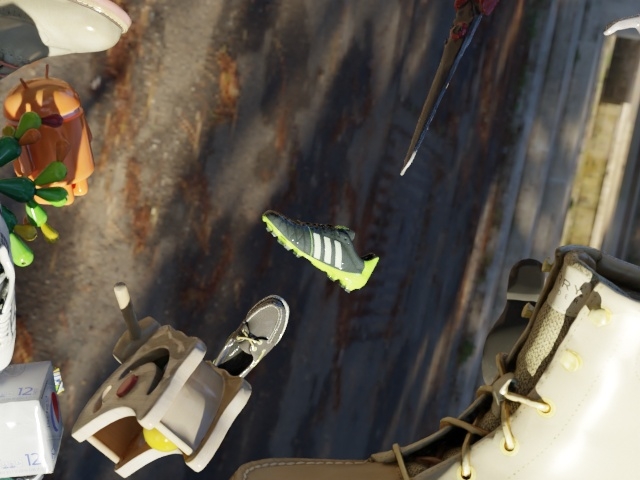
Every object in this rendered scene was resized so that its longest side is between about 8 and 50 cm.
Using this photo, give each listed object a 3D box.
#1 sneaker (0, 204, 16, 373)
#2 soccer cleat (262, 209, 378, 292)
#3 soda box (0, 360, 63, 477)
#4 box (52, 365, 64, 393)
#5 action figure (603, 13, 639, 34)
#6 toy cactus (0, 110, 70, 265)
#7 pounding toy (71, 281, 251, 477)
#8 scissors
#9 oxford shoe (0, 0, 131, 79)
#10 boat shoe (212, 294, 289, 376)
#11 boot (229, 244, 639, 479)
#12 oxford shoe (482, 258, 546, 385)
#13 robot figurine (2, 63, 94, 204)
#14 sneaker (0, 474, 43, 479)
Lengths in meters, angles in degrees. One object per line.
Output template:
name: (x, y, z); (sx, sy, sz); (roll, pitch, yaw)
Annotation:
sneaker: (-0.350, 0.067, 1.000); (0.090, 0.095, 0.235); (-16, 133, -27)
soccer cleat: (0.000, 0.000, 1.331); (0.072, 0.179, 0.060); (-54, -156, 0)
soda box: (-0.440, 0.208, 1.088); (0.091, 0.286, 0.098); (-104, -171, -68)
box: (-0.641, 0.333, 2.119); (0.169, 0.054, 0.059); (-33, 124, -46)
action figure: (0.523, -0.167, 1.140); (0.178, 0.330, 0.341); (-43, -171, -23)
toy cactus: (-0.437, -0.079, 1.351); (0.181, 0.112, 0.219); (8, 92, -36)
pounding toy: (-0.199, 0.149, 1.017); (0.154, 0.155, 0.269); (-50, -162, -14)
scissors: (0.122, -0.192, 0.839); (0.021, 0.109, 0.297); (33, 89, -43)
oxford shoe: (-0.407, -0.233, 1.215); (0.140, 0.397, 0.146); (33, 63, -57)
boat shoe: (-0.140, 0.205, 1.912); (0.227, 0.081, 0.069); (-55, 176, 22)
boot: (0.088, 0.096, 0.517); (0.095, 0.262, 0.203); (-108, -150, -64)
oxford shoe: (0.300, 0.137, 1.473); (0.212, 0.076, 0.076); (-66, 151, -23)
robot figurine: (-0.440, -0.169, 1.591); (0.158, 0.128, 0.219); (-19, 117, -26)
sneaker: (-0.401, 0.334, 1.169); (0.223, 0.083, 0.098); (-48, 166, -38)
